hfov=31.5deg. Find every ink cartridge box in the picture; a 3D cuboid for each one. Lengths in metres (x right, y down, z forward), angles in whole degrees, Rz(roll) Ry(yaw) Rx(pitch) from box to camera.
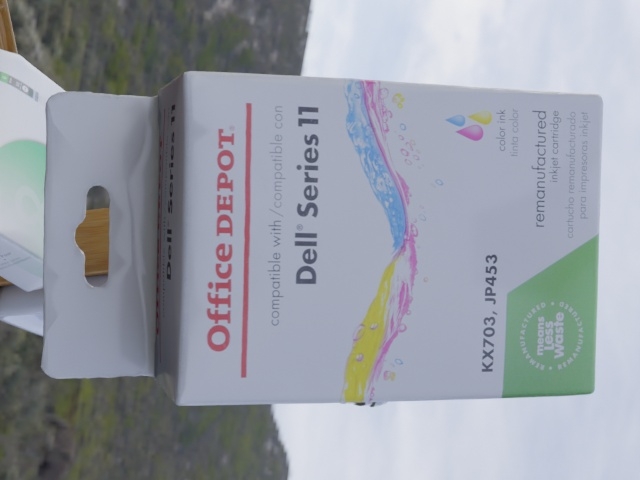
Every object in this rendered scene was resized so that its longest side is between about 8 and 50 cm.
[{"bbox_3d":[-0.279,-0.086,0.880,0.056,0.224,0.181,-20,-128,24],"label":"ink cartridge box"},{"bbox_3d":[0.000,0.000,0.746,0.119,0.353,0.207,-174,-95,-74],"label":"ink cartridge box"}]

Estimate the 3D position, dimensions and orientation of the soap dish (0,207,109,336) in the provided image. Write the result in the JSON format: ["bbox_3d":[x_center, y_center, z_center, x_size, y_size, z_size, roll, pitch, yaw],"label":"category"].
[{"bbox_3d":[-0.226,0.034,1.325,0.229,0.290,0.118,64,20,-76],"label":"soap dish"}]

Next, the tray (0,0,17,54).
[{"bbox_3d":[-0.479,-0.353,1.288,0.076,0.202,0.411,-132,-147,-58],"label":"tray"}]

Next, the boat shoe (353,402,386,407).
[{"bbox_3d":[0.006,0.085,1.109,0.324,0.116,0.123,79,4,-62],"label":"boat shoe"}]
